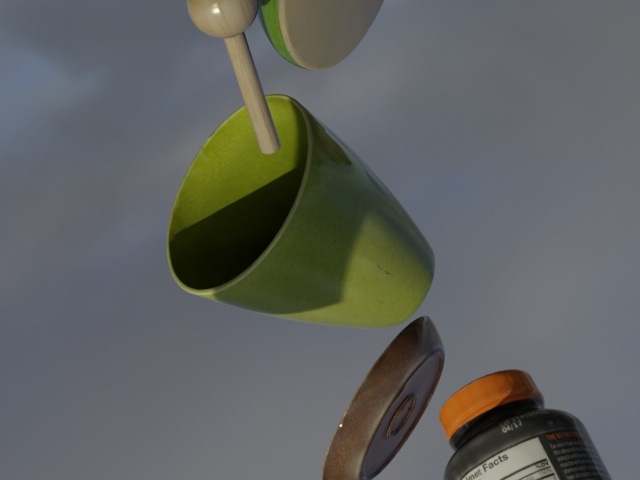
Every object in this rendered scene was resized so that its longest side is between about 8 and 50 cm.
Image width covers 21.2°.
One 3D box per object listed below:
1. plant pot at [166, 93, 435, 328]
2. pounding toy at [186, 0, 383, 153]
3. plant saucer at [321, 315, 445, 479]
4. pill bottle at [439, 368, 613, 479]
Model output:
[{"bbox_3d":[0.000,0.000,2.208,0.274,0.293,0.275,-32,-137,36],"label":"plant pot"},{"bbox_3d":[-0.039,-0.215,1.334,0.110,0.183,0.237,20,-120,26],"label":"pounding toy"},{"bbox_3d":[0.059,0.143,1.448,0.029,0.168,0.168,32,-144,17],"label":"plant saucer"},{"bbox_3d":[0.181,0.226,1.379,0.130,0.130,0.246,-18,-121,-10],"label":"pill bottle"}]
